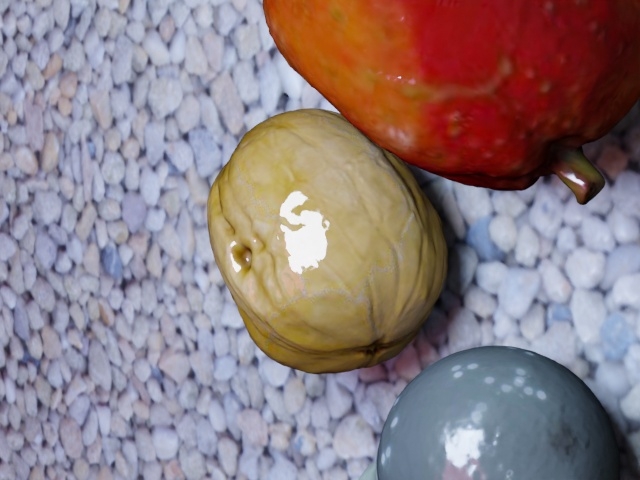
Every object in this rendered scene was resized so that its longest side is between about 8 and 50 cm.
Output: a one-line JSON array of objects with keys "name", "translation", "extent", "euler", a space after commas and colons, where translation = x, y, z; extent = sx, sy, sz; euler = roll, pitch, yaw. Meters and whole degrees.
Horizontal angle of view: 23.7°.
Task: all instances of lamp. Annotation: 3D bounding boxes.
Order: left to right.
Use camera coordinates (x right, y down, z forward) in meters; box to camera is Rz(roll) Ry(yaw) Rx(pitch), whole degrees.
[{"name": "lamp", "translation": [0.092, 0.184, 1.205], "extent": [0.314, 0.182, 0.182], "euler": [-19, 82, 48]}]

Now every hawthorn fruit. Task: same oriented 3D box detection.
[{"name": "hawthorn fruit", "translation": [0.113, -0.161, 1.094], "extent": [0.307, 0.265, 0.265], "euler": [51, 129, 8]}]

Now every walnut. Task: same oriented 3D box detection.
[{"name": "walnut", "translation": [0.000, 0.000, 1.265], "extent": [0.195, 0.195, 0.222], "euler": [-48, 67, 37]}]
